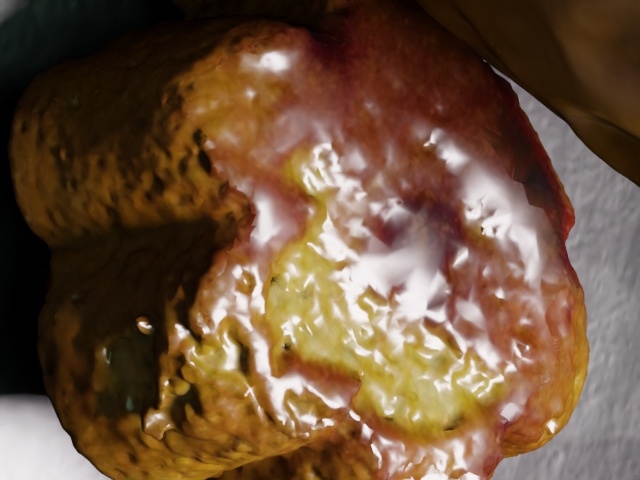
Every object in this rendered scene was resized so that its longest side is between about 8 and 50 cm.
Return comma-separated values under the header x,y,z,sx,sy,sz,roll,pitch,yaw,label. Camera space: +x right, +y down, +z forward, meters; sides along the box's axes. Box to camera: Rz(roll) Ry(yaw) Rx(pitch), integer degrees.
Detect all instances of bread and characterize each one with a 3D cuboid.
x,y,z,sx,sy,sz,roll,pitch,yaw,label
-0.004,0.012,0.752,0.232,0.135,0.247,-45,112,-34,bread

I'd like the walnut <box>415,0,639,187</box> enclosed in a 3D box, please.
x,y,z,sx,sy,sz,roll,pitch,yaw,label
0.183,-0.159,0.670,0.354,0.398,0.308,6,121,-37,walnut
